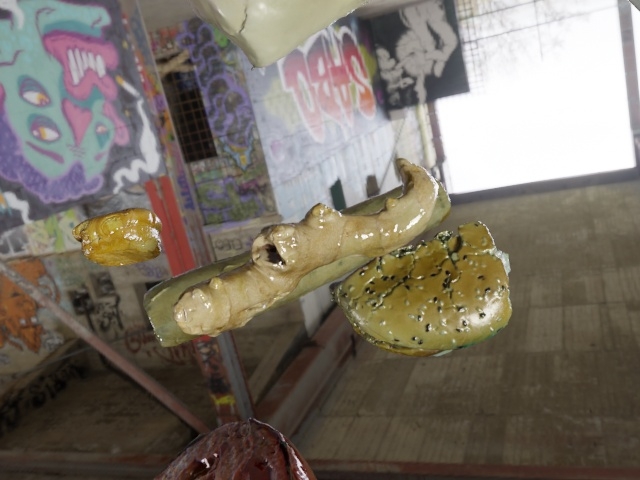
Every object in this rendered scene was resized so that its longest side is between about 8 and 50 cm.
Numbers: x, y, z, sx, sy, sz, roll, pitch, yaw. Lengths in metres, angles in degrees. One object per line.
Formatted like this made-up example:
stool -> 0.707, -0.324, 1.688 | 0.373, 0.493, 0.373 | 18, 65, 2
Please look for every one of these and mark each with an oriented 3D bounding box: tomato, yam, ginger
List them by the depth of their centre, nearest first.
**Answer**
tomato -> -0.080, 0.261, 0.479 | 0.225, 0.085, 0.225 | -30, -145, 24
ginger -> 0.000, 0.000, 0.534 | 0.288, 0.089, 0.075 | -30, -135, -21
yam -> -0.016, 0.020, 0.693 | 0.372, 0.083, 0.083 | -22, -164, -16

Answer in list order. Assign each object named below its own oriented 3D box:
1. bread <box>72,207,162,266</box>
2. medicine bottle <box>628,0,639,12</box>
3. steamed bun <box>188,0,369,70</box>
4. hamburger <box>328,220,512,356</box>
bread -> -0.195, -0.003, 0.590 | 0.083, 0.046, 0.081 | -21, 165, 36
medicine bottle -> 0.517, -0.439, 0.884 | 0.324, 0.124, 0.179 | 24, 140, -32
steamed bun -> -0.043, -0.363, 0.680 | 0.275, 0.206, 0.320 | -21, -138, 11
hamburger -> 0.169, 0.096, 0.951 | 0.288, 0.192, 0.167 | -22, 154, 2
